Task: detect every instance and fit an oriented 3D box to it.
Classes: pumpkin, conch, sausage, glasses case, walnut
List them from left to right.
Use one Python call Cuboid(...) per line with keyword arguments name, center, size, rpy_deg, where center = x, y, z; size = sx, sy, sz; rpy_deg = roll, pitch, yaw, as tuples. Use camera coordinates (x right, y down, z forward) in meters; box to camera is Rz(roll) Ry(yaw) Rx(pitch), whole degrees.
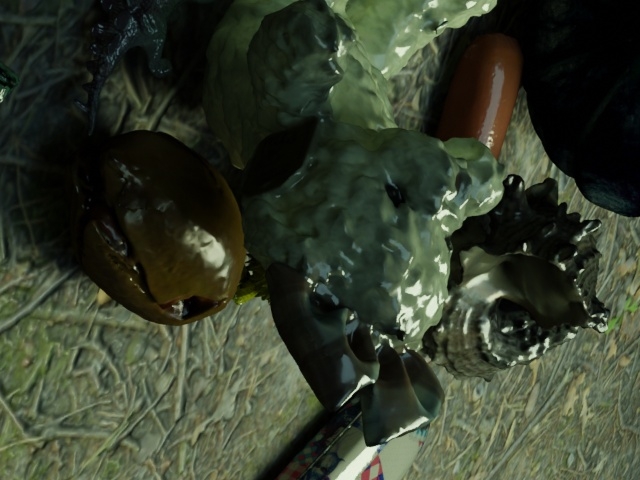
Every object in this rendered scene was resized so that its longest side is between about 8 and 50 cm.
Cuboid(name="walnut", center=(-0.133, -0.012, 1.278), size=(0.137, 0.137, 0.245), rpy_deg=(-53, 148, -19))
Cuboid(name="glasses case", center=(0.013, 0.269, 1.697), size=(0.327, 0.076, 0.125), rpy_deg=(-44, 140, -30))
Cuboid(name="sausage", center=(0.163, -0.126, 1.661), size=(0.077, 0.077, 0.194), rpy_deg=(-1, 111, -54))
Cuboid(name="conch", center=(0.197, 0.043, 1.732), size=(0.240, 0.186, 0.313), rpy_deg=(-11, 161, -19))
Cuboid(name="pumpkin", center=(0.391, -0.191, 1.680), size=(0.363, 0.363, 0.266), rpy_deg=(-67, 163, 2))

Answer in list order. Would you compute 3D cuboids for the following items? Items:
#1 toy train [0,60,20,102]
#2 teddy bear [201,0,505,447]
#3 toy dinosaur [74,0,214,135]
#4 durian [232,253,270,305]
Cuboid(name="toy train", center=(-0.254, -0.129, 1.093), size=(0.038, 0.056, 0.093), rpy_deg=(-46, 145, 1))
Cuboid(name="teddy bear", center=(0.072, -0.086, 1.227), size=(0.375, 0.362, 0.327), rpy_deg=(-44, 136, 1))
Cuboid(name="toy dinosaur", center=(-0.142, -0.169, 1.234), size=(0.209, 0.039, 0.082), rpy_deg=(-63, 145, -24))
Cuboid(name="durian", center=(0.010, -0.009, 1.434), size=(0.198, 0.146, 0.159), rpy_deg=(-20, 141, -50))
